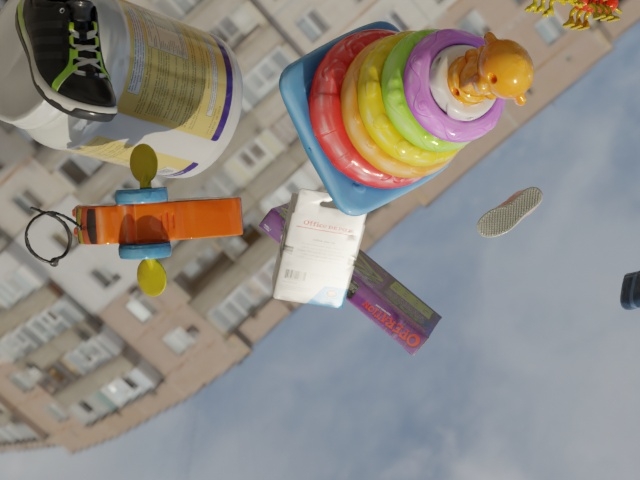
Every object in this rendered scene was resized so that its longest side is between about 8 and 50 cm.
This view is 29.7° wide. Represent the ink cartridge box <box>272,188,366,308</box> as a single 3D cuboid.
[{"bbox_3d":[0.000,0.000,1.693,0.060,0.104,0.180,-95,-163,-60],"label":"ink cartridge box"}]

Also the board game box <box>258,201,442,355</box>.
[{"bbox_3d":[0.058,0.058,2.135,0.056,0.347,0.208,-51,174,9],"label":"board game box"}]

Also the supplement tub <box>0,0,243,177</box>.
[{"bbox_3d":[-0.306,-0.237,1.802,0.241,0.331,0.241,-11,-106,40],"label":"supplement tub"}]

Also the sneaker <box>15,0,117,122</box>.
[{"bbox_3d":[-0.302,-0.240,1.436,0.234,0.084,0.097,55,-53,30],"label":"sneaker"}]

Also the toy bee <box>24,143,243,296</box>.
[{"bbox_3d":[-0.264,-0.037,1.628,0.162,0.298,0.195,7,-100,58],"label":"toy bee"}]

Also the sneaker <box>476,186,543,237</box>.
[{"bbox_3d":[0.346,-0.051,2.196,0.134,0.051,0.070,-35,177,10],"label":"sneaker"}]

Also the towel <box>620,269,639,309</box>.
[{"bbox_3d":[0.543,0.082,2.047,0.119,0.029,0.067,149,-46,-75],"label":"towel"}]

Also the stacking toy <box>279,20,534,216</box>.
[{"bbox_3d":[0.106,-0.139,1.125,0.166,0.175,0.302,-30,-173,-24],"label":"stacking toy"}]

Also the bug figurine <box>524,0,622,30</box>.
[{"bbox_3d":[0.444,-0.380,1.797,0.279,0.216,0.072,-4,-95,55],"label":"bug figurine"}]
